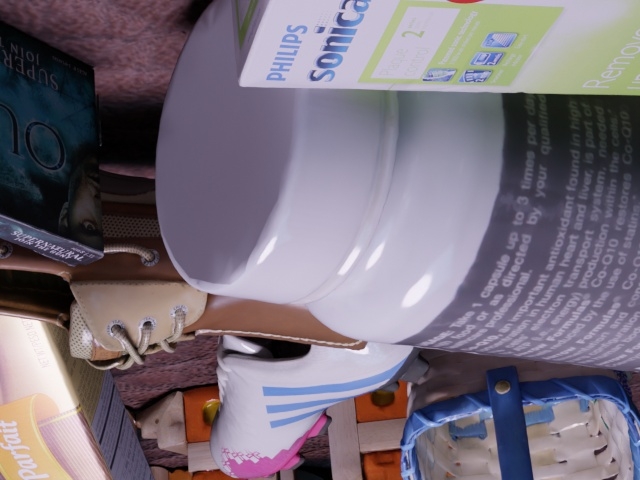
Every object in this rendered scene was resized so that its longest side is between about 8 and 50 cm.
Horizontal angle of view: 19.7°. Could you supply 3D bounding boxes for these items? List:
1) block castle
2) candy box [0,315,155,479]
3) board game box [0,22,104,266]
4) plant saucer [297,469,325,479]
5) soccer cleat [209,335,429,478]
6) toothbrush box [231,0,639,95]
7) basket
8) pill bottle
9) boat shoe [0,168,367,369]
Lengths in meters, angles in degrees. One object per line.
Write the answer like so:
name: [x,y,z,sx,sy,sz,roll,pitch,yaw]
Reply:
block castle: [0.000,0.275,1.781,0.453,0.213,0.303,-6,157,2]
candy box: [-0.244,0.133,1.346,0.183,0.087,0.316,-10,124,11]
board game box: [-0.193,-0.068,1.028,0.026,0.126,0.186,-20,154,31]
plant saucer: [-0.048,0.339,1.967,0.195,0.195,0.037,-3,-167,-7]
soccer cleat: [-0.037,0.097,1.509,0.143,0.116,0.331,22,146,-20]
toothbrush box: [0.112,-0.167,0.875,0.283,0.122,0.206,2,156,-14]
basket: [0.169,0.193,1.499,0.201,0.289,0.255,-8,144,9]
pill bottle: [0.101,-0.034,1.080,0.361,0.204,0.204,8,154,-30]
boat shoe: [-0.127,0.026,1.167,0.324,0.120,0.122,14,153,2]
